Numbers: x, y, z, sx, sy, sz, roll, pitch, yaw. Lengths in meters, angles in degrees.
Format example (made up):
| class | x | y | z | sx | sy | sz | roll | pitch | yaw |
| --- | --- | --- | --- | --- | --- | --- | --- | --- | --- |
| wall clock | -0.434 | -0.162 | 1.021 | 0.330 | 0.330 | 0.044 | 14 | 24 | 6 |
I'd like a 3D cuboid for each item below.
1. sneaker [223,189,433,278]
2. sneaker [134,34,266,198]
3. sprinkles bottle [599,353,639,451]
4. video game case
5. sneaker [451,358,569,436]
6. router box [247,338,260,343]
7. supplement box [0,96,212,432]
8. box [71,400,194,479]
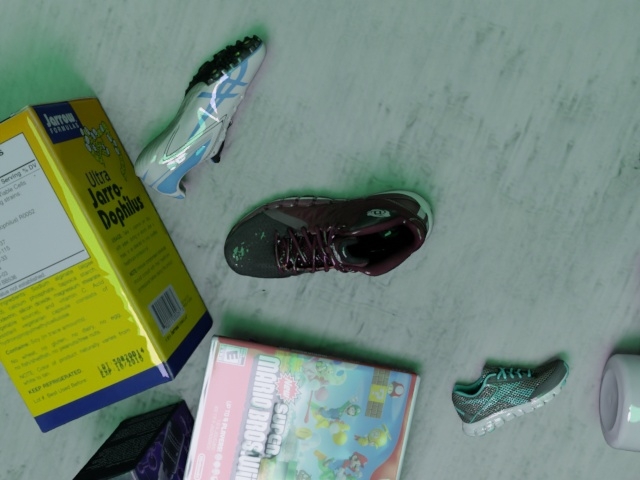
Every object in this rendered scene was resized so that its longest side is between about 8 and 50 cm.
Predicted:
| class | x | y | z | sx | sy | sz | roll | pitch | yaw |
| --- | --- | --- | --- | --- | --- | --- | --- | --- | --- |
| sneaker | 0.000 | 0.000 | 0.929 | 0.281 | 0.162 | 0.106 | -13 | 102 | 9 |
| sneaker | -0.142 | -0.157 | 0.960 | 0.086 | 0.085 | 0.237 | 34 | 103 | -29 |
| sprinkles bottle | 0.543 | 0.219 | 0.937 | 0.355 | 0.121 | 0.121 | 5 | 104 | 5 |
| video game case | -0.025 | 0.251 | 1.004 | 0.285 | 0.025 | 0.204 | 11 | 92 | -5 |
| sneaker | 0.249 | 0.195 | 1.000 | 0.166 | 0.065 | 0.076 | -32 | 94 | 12 |
| router box | -0.082 | 0.247 | 1.044 | 0.133 | 0.046 | 0.179 | 27 | 94 | 1 |
| supplement box | -0.319 | 0.022 | 0.959 | 0.194 | 0.195 | 0.357 | -23 | 100 | 12 |
| box | -0.233 | 0.339 | 1.017 | 0.108 | 0.207 | 0.153 | -20 | 100 | 11 |
